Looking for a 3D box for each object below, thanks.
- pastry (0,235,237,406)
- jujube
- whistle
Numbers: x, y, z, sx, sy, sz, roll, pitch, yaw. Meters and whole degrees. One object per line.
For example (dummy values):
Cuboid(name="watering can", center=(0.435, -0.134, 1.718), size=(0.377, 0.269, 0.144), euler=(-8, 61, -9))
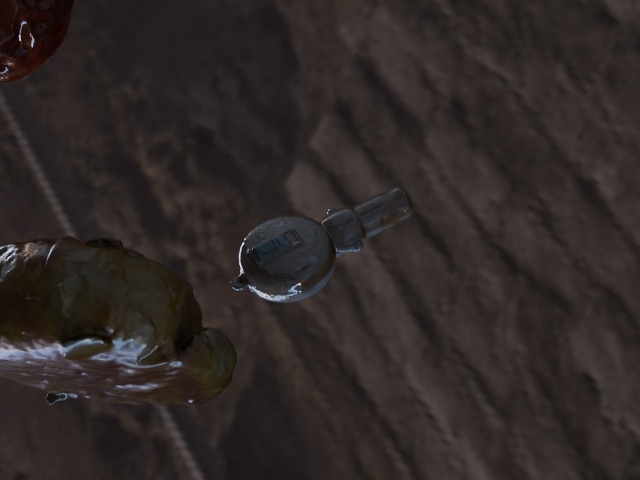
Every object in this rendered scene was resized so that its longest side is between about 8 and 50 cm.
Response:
Cuboid(name="pastry", center=(-0.179, 0.067, 1.448), size=(0.218, 0.229, 0.100), euler=(41, -127, -60))
Cuboid(name="jujube", center=(-0.317, -0.279, 1.799), size=(0.174, 0.174, 0.250), euler=(9, -107, -28))
Cuboid(name="whistle", center=(0.000, 0.000, 2.026), size=(0.220, 0.057, 0.107), euler=(-25, -133, -13))
